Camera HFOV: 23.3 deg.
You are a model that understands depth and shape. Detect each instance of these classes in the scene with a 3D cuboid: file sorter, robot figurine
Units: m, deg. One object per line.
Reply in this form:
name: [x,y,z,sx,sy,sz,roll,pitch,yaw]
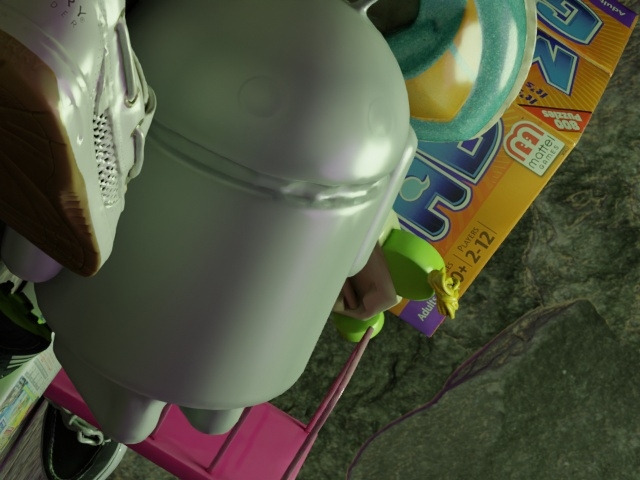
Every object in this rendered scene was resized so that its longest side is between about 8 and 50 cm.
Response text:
file sorter: [-0.114,0.109,1.584,0.182,0.290,0.202,-60,178,21]
robot figurine: [-0.067,-0.031,1.027,0.300,0.200,0.353,-3,128,-42]

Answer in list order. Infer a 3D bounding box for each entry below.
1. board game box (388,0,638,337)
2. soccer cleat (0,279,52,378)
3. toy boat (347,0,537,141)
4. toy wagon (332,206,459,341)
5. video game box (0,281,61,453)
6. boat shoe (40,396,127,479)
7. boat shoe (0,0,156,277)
board game box: [0.125,-0.179,1.955,0.356,0.356,0.356,-57,179,39]
soccer cleat: [-0.235,0.074,1.140,0.072,0.060,0.179,-43,177,-11]
toy boat: [0.001,-0.142,1.149,0.318,0.267,0.148,-26,-150,21]
toy wagon: [0.000,0.000,1.628,0.068,0.344,0.267,-58,148,-29]
video game box: [-0.270,0.125,1.323,0.187,0.048,0.205,-58,179,-13]
boat shoe: [-0.265,0.182,1.816,0.306,0.113,0.105,-60,172,22]
boat shoe: [-0.123,-0.062,0.773,0.096,0.098,0.277,-55,178,-19]
